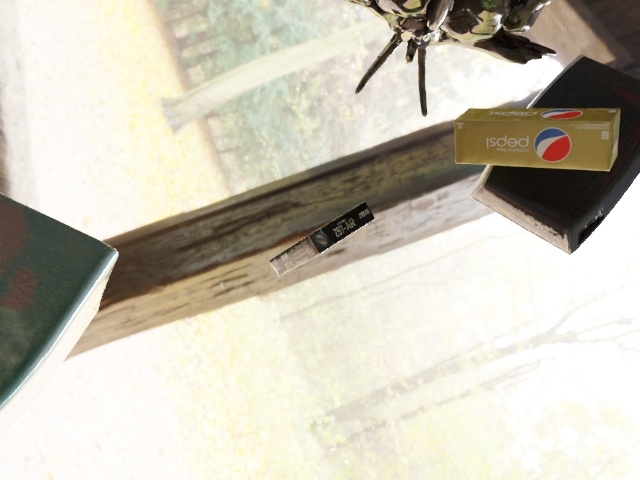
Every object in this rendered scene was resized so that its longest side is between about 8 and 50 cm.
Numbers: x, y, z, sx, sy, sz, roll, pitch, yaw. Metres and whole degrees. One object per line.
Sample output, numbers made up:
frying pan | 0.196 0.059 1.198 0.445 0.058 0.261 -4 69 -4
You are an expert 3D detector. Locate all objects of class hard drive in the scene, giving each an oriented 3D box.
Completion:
hard drive | 0.333 -0.124 0.827 0.172 0.255 0.054 35 -10 24

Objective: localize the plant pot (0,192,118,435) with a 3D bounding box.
plant pot | -0.400 0.100 0.665 0.247 0.247 0.252 -42 -157 57

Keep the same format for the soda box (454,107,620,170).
soda box | 0.255 -0.124 0.752 0.061 0.181 0.058 -38 127 -49

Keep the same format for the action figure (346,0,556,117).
action figure | 0.095 -0.205 0.341 0.276 0.164 0.141 116 -4 -48

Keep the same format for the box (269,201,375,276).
box | 0.000 0.000 0.546 0.018 0.067 0.083 59 -31 0
